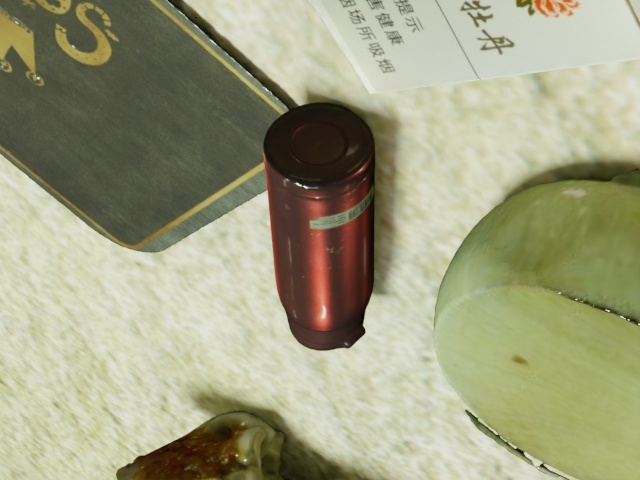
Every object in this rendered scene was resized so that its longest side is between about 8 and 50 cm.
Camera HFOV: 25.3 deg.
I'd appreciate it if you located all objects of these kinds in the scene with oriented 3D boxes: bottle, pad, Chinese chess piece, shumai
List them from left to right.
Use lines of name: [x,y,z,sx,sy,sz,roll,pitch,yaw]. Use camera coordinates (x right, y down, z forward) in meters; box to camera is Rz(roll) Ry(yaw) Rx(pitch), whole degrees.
pad: [-0.186,-0.121,0.740,0.375,0.063,0.315,40,146,-15]
shumai: [-0.052,0.199,1.018,0.209,0.161,0.153,-159,48,-79]
bottle: [0.000,0.000,0.761,0.060,0.060,0.164,20,146,16]
Chinese chess piece: [0.148,0.052,0.694,0.188,0.083,0.188,23,150,14]

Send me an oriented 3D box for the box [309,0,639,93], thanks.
box: [0.073,-0.115,0.570,0.198,0.029,0.109,-2,135,42]
